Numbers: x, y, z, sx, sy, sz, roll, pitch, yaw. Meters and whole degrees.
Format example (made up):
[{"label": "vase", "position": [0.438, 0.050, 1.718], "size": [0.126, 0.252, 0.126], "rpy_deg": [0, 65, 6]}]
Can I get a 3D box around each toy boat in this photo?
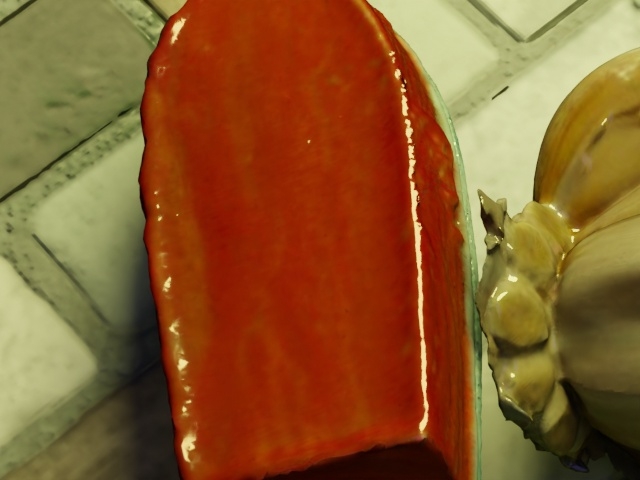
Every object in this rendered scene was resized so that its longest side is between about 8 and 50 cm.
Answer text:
[{"label": "toy boat", "position": [0.000, 0.000, 0.808], "size": [0.145, 0.133, 0.331], "rpy_deg": [-15, 52, 11]}]

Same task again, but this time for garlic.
[{"label": "garlic", "position": [0.155, 0.008, 0.731], "size": [0.207, 0.256, 0.207], "rpy_deg": [0, 69, 0]}]
